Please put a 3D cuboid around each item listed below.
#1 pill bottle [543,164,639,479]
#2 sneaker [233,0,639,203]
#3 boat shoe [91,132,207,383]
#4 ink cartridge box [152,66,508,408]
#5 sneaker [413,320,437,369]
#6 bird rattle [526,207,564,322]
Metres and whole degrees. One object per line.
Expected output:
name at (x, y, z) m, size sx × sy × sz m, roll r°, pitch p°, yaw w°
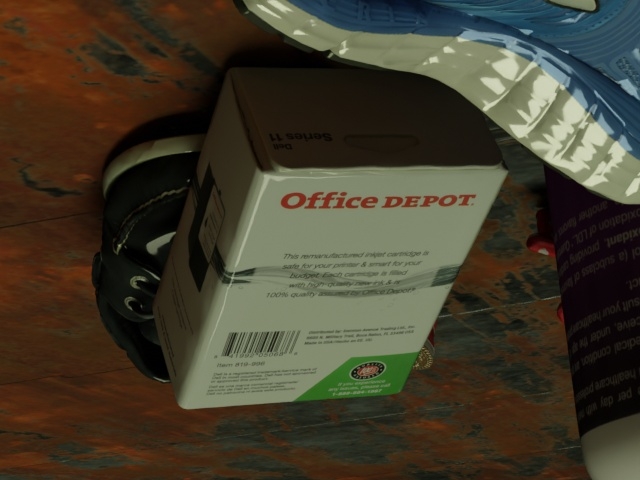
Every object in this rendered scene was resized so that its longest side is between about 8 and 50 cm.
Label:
pill bottle at (0.207, 0.015, 0.862) m, size 0.181 × 0.323 × 0.181 m, roll -5°, pitch 165°, yaw -1°
sneaker at (0.063, -0.137, 0.666) m, size 0.330 × 0.130 × 0.147 m, roll 21°, pitch 126°, yaw -35°
boat shoe at (-0.092, 0.024, 1.190) m, size 0.127 × 0.113 × 0.340 m, roll 0°, pitch 164°, yaw -16°
ink cartridge box at (0.000, 0.000, 1.034) m, size 0.153 × 0.087 × 0.208 m, roll -1°, pitch 138°, yaw -23°
sneaker at (0.066, 0.049, 1.495) m, size 0.042 × 0.067 × 0.118 m, roll -10°, pitch 134°, yaw 25°
bird rattle at (0.273, -0.005, 1.230) m, size 0.253 × 0.143 × 0.207 m, roll 6°, pitch 167°, yaw 5°
